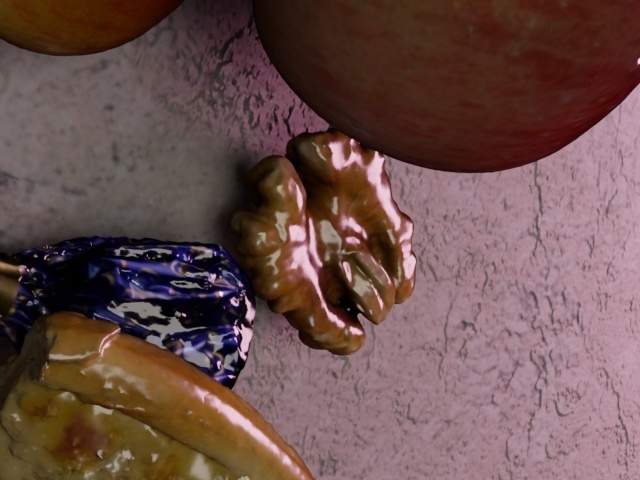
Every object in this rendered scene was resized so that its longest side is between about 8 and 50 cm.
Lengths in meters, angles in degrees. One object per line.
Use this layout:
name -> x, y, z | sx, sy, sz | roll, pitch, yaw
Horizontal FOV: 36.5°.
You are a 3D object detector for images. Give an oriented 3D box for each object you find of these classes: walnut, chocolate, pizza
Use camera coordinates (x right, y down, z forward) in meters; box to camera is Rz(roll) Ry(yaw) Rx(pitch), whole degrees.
walnut -> 0.000, 0.000, 0.714 | 0.143, 0.069, 0.170 | -41, 123, -23
chocolate -> -0.204, 0.015, 0.544 | 0.343, 0.126, 0.148 | 25, 127, -34
pizza -> -0.118, 0.172, 0.580 | 0.223, 0.089, 0.323 | -24, 132, 12

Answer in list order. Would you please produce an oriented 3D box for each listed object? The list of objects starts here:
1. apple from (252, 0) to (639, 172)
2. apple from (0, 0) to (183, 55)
apple -> 0.071, -0.201, 0.567 | 0.269, 0.345, 0.344 | 16, 91, -7
apple -> -0.132, -0.199, 0.531 | 0.173, 0.160, 0.195 | -22, 121, -54
